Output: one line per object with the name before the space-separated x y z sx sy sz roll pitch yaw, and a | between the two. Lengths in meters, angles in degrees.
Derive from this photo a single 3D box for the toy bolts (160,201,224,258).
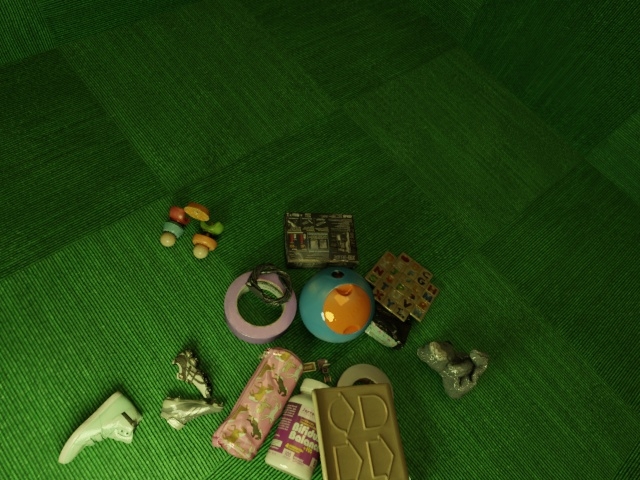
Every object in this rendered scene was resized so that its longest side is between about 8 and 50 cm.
toy bolts | -0.533 -0.041 1.811 0.229 0.218 0.158 13 66 15

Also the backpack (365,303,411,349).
backpack | 0.258 0.342 1.818 0.182 0.115 0.152 33 41 -1

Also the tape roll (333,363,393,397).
tape roll | 0.158 0.577 1.702 0.220 0.072 0.219 5 61 -10

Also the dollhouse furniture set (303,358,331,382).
dollhouse furniture set | -0.018 0.486 1.704 0.115 0.081 0.090 -5 64 -15

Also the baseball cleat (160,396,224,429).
baseball cleat | -0.442 0.596 1.572 0.206 0.072 0.109 9 77 -5

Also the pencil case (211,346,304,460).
pencil case | -0.210 0.559 1.581 0.167 0.160 0.386 25 61 11

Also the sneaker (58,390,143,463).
sneaker | -0.697 0.635 1.471 0.151 0.094 0.256 39 63 5

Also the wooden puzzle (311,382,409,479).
wooden puzzle | 0.123 0.649 1.510 0.348 0.080 0.321 9 60 -33

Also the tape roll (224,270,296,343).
tape roll | -0.234 0.257 1.772 0.275 0.090 0.274 5 63 -9

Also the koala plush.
koala plush | 0.490 0.473 1.768 0.221 0.196 0.203 36 71 2

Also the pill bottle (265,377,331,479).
pill bottle | -0.056 0.640 1.566 0.170 0.169 0.301 24 61 0

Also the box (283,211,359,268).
box | 0.000 0.000 1.963 0.308 0.076 0.242 0 63 -12

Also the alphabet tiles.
alphabet tiles | 0.348 0.185 1.923 0.285 0.011 0.342 38 44 9

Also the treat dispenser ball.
treat dispenser ball | 0.062 0.242 1.731 0.289 0.288 0.287 5 62 -10

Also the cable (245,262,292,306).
cable | -0.185 0.170 1.757 0.185 0.047 0.150 32 56 8

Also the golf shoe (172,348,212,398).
golf shoe | -0.454 0.486 1.621 0.094 0.077 0.198 -31 66 -13
